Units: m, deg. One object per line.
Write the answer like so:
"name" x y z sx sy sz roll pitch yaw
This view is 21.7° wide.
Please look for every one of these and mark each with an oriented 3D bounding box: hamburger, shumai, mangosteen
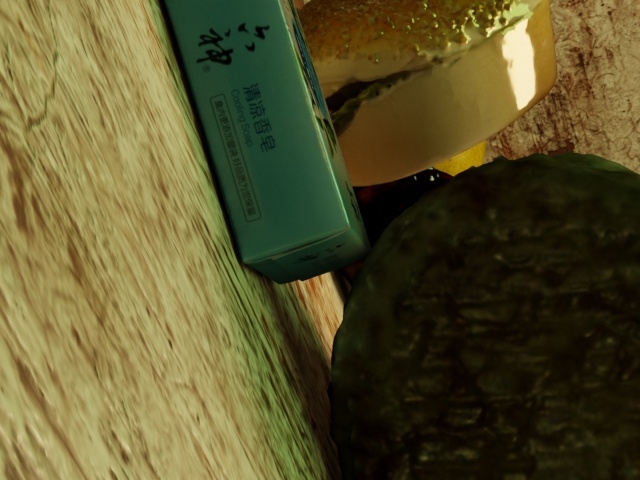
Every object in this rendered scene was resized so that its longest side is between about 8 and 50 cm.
"hamburger" 0.085 -0.179 1.610 0.302 0.302 0.170 -92 156 -70
"shumai" 0.197 0.111 1.317 0.348 0.395 0.395 -49 120 -78
"mangosteen" 0.090 0.016 1.757 0.200 0.200 0.200 -18 90 -84

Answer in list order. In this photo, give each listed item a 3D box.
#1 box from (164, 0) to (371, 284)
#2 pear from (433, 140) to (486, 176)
"box" -0.039 -0.093 1.194 0.142 0.083 0.232 47 24 -79
"pear" 0.099 -0.109 1.963 0.209 0.209 0.209 -18 90 -84
